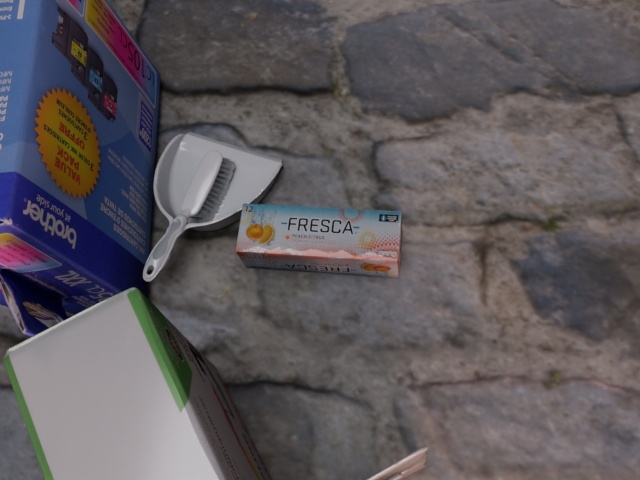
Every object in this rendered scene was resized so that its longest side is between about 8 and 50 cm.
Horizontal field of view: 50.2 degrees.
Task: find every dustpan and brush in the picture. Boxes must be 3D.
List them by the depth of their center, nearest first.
[{"bbox_3d":[-0.150,-0.039,0.809,0.147,0.060,0.211,18,72,14],"label":"dustpan and brush"}]

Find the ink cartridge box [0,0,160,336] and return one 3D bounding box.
[{"bbox_3d":[-0.299,-0.079,0.733,0.151,0.270,0.395,-5,68,11],"label":"ink cartridge box"}]

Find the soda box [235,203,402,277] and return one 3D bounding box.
[{"bbox_3d":[0.000,0.000,0.775,0.183,0.058,0.062,4,69,8],"label":"soda box"}]

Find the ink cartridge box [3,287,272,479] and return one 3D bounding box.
[{"bbox_3d":[-0.131,0.190,0.601,0.117,0.278,0.201,-28,68,-7],"label":"ink cartridge box"}]

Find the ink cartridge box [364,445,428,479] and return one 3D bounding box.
[{"bbox_3d":[-0.027,0.324,0.570,0.354,0.207,0.119,-32,67,-5],"label":"ink cartridge box"}]
